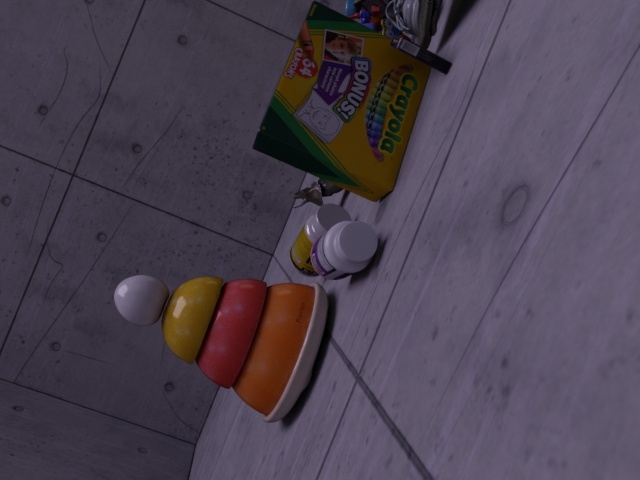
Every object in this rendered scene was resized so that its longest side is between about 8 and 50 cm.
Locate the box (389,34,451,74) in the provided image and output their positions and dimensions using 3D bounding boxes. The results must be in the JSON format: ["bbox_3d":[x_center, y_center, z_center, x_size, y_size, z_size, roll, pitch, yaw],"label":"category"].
[{"bbox_3d":[0.212,-0.404,1.164,0.162,0.115,0.029,-90,26,-68],"label":"box"}]

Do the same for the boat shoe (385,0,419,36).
[{"bbox_3d":[0.242,-0.649,1.536,0.320,0.102,0.118,-80,-9,-63],"label":"boat shoe"}]

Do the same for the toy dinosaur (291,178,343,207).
[{"bbox_3d":[0.058,-0.204,1.701,0.313,0.121,0.160,-36,22,26],"label":"toy dinosaur"}]

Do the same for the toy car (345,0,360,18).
[{"bbox_3d":[0.234,-0.869,2.124,0.238,0.219,0.211,73,-152,-54],"label":"toy car"}]

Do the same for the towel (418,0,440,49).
[{"bbox_3d":[0.254,-0.641,1.173,0.324,0.056,0.313,81,-169,-71],"label":"towel"}]

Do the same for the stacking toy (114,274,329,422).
[{"bbox_3d":[-0.248,0.192,1.284,0.350,0.479,0.351,-157,90,-82],"label":"stacking toy"}]

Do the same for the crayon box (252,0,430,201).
[{"bbox_3d":[0.058,-0.315,1.228,0.106,0.312,0.363,136,155,-69],"label":"crayon box"}]

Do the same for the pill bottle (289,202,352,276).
[{"bbox_3d":[0.000,0.000,1.449,0.209,0.119,0.119,122,167,-51],"label":"pill bottle"}]

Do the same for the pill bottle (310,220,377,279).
[{"bbox_3d":[0.050,0.019,1.125,0.193,0.108,0.108,142,149,-72],"label":"pill bottle"}]

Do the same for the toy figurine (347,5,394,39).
[{"bbox_3d":[0.094,-0.487,1.475,0.217,0.191,0.363,-7,-79,-80],"label":"toy figurine"}]

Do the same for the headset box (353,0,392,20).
[{"bbox_3d":[0.264,-0.849,1.701,0.293,0.110,0.218,-13,53,48],"label":"headset box"}]

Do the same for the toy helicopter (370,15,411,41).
[{"bbox_3d":[0.156,-0.529,1.749,0.235,0.140,0.355,-52,-10,-8],"label":"toy helicopter"}]

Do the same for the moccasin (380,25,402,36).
[{"bbox_3d":[0.209,-0.719,1.925,0.117,0.137,0.342,-89,23,-79],"label":"moccasin"}]
